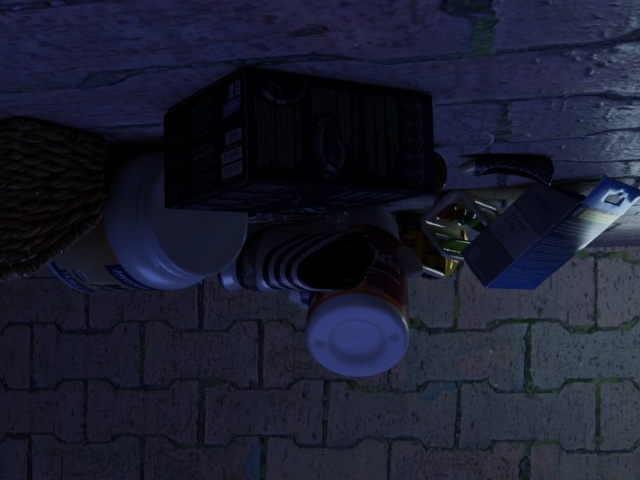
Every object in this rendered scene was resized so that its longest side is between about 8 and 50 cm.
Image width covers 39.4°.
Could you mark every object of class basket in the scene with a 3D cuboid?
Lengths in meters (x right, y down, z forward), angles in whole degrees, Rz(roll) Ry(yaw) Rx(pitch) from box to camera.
[{"bbox_3d":[-0.467,-0.041,1.327,0.299,0.223,0.213,-5,174,28],"label":"basket"}]

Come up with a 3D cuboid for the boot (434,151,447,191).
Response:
[{"bbox_3d":[0.047,-0.106,1.467,0.262,0.095,0.203,-1,177,-26],"label":"boot"}]

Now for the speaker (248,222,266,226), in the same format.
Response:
[{"bbox_3d":[-0.198,-0.019,2.180,0.131,0.131,0.296,-2,175,13],"label":"speaker"}]

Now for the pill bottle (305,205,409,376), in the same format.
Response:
[{"bbox_3d":[0.088,0.097,2.026,0.224,0.224,0.392,-1,-144,5],"label":"pill bottle"}]

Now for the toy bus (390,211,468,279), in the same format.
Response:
[{"bbox_3d":[0.310,0.008,2.337,0.211,0.149,0.220,-6,-165,-37],"label":"toy bus"}]

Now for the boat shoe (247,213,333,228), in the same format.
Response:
[{"bbox_3d":[-0.108,-0.079,1.613,0.305,0.109,0.091,3,180,1],"label":"boat shoe"}]

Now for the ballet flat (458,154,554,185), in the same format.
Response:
[{"bbox_3d":[0.324,-0.121,1.551,0.173,0.049,0.057,0,174,-8],"label":"ballet flat"}]

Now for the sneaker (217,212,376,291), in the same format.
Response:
[{"bbox_3d":[0.014,0.022,1.787,0.258,0.169,0.447,9,-161,25],"label":"sneaker"}]

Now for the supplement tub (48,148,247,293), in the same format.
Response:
[{"bbox_3d":[-0.295,-0.028,1.474,0.316,0.228,0.228,-6,173,43],"label":"supplement tub"}]

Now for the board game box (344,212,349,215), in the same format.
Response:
[{"bbox_3d":[-0.028,-0.079,1.507,0.169,0.033,0.133,35,-176,-1],"label":"board game box"}]

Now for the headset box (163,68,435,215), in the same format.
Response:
[{"bbox_3d":[-0.023,-0.111,1.137,0.283,0.131,0.246,2,174,-31],"label":"headset box"}]

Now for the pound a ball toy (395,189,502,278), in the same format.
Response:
[{"bbox_3d":[0.297,-0.017,2.060,0.208,0.135,0.319,-41,160,18],"label":"pound a ball toy"}]

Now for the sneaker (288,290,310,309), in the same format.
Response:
[{"bbox_3d":[0.014,0.135,2.494,0.148,0.131,0.350,2,179,10],"label":"sneaker"}]

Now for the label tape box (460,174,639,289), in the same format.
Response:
[{"bbox_3d":[0.509,-0.039,1.960,0.347,0.115,0.249,-48,150,25],"label":"label tape box"}]
